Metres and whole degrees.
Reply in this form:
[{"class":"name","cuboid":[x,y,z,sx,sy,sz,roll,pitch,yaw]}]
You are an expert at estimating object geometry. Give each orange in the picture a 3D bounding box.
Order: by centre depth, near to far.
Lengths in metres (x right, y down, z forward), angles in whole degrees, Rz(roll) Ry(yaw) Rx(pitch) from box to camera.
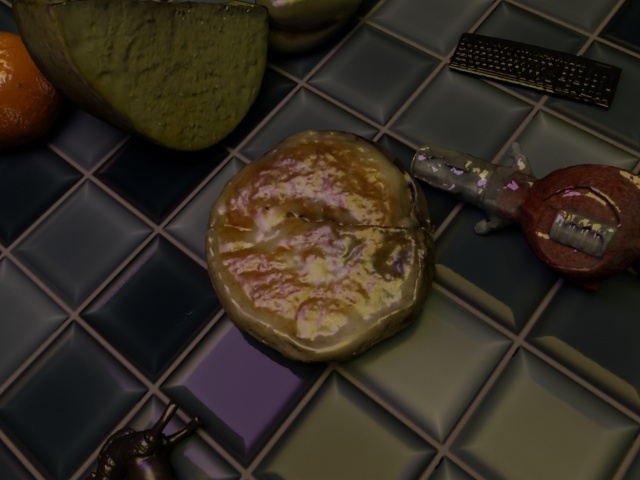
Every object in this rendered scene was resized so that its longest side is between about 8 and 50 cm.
[{"class":"orange","cuboid":[-0.504,-0.239,0.949,0.193,0.161,0.194,-5,59,9]}]

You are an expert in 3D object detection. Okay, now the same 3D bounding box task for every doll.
[{"class":"doll","cuboid":[-0.201,0.277,0.707,0.165,0.057,0.139,-32,65,1]}]

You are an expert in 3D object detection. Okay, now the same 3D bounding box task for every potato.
[{"class":"potato","cuboid":[-0.290,-0.263,0.926,0.330,0.213,0.280,-16,28,-40]}]

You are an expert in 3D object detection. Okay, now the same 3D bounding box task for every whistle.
[{"class":"whistle","cuboid":[0.276,-0.047,0.773,0.346,0.142,0.133,26,44,27]}]

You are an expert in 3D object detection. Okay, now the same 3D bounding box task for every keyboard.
[{"class":"keyboard","cuboid":[0.330,-0.270,0.936,0.250,0.017,0.087,20,69,17]}]

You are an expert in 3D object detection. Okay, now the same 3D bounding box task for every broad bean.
[{"class":"broad bean","cuboid":[-0.016,-0.430,1.006,0.188,0.121,0.263,15,64,10]}]

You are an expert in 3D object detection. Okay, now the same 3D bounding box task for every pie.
[{"class":"pie","cuboid":[0.000,0.000,0.811,0.338,0.077,0.340,-2,67,6]}]

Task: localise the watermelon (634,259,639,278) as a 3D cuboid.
[{"class":"watermelon","cuboid":[0.506,0.036,0.704,0.202,0.136,0.208,-20,77,4]}]
